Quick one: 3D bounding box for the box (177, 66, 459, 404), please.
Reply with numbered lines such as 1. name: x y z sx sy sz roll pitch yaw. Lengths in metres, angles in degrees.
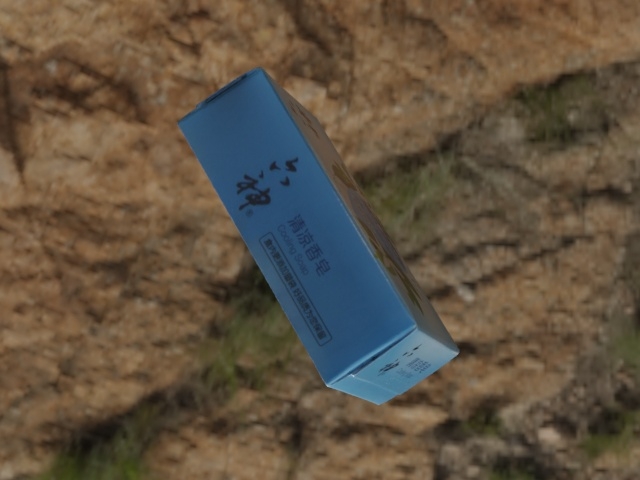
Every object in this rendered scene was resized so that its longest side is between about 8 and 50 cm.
1. box: 0.000 0.000 1.093 0.083 0.232 0.142 -32 161 9
